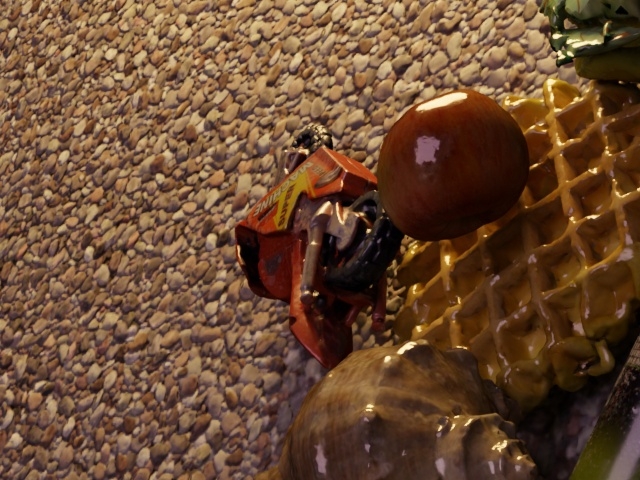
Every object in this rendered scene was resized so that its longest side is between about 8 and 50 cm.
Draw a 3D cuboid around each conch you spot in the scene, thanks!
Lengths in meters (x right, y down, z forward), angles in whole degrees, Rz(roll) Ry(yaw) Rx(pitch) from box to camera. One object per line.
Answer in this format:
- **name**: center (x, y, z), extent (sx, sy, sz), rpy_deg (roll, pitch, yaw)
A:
- **conch**: center (0.068, 0.235, 1.261), extent (0.352, 0.210, 0.297), rpy_deg (134, 127, -64)

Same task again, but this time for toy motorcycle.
- **toy motorcycle**: center (0.000, -0.002, 1.513), extent (0.171, 0.089, 0.298), rpy_deg (-57, 23, 9)

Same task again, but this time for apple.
- **apple**: center (0.102, -0.060, 1.346), extent (0.126, 0.126, 0.102), rpy_deg (-29, 73, 30)

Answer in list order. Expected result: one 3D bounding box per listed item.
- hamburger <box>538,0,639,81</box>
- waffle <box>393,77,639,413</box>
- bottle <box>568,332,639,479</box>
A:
- **hamburger**: center (0.265, -0.189, 1.337), extent (0.214, 0.125, 0.235), rpy_deg (-11, 34, 44)
- **waffle**: center (0.172, 0.004, 1.379), extent (0.329, 0.062, 0.329), rpy_deg (-31, 42, 33)
- **bottle**: center (0.281, 0.067, 1.219), extent (0.093, 0.093, 0.330), rpy_deg (21, 82, 50)
